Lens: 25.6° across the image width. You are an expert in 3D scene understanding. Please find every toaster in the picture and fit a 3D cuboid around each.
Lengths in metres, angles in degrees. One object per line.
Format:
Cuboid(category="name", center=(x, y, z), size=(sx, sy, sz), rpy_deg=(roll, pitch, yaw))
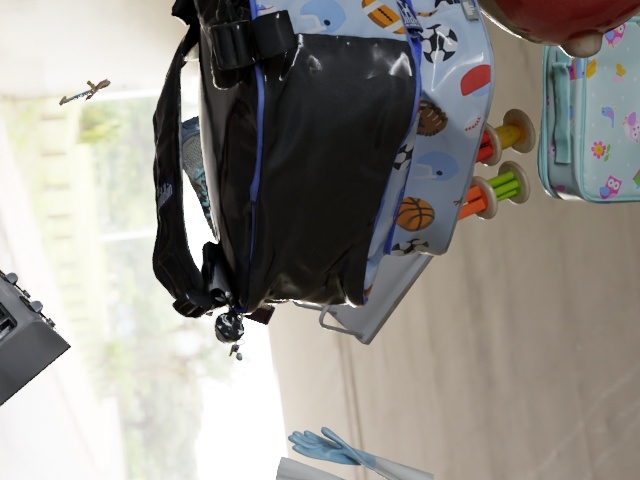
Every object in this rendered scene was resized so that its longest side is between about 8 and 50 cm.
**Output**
Cuboid(category="toaster", center=(-0.481, 0.140, 2.024), size=(0.168, 0.185, 0.110), rpy_deg=(42, -13, 38))

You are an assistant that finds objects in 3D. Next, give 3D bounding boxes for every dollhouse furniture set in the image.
Cuboid(category="dollhouse furniture set", center=(-0.097, 0.083, 1.664), size=(0.114, 0.091, 0.081), rpy_deg=(117, -10, -48))

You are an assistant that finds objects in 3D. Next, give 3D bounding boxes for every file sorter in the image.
Cuboid(category="file sorter", center=(0.000, 0.000, 2.237), size=(0.277, 0.173, 0.193), rpy_deg=(41, -77, 30))

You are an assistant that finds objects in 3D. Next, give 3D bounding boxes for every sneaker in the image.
Cuboid(category="sneaker", center=(-0.123, -0.063, 1.979), size=(0.283, 0.110, 0.122), rpy_deg=(64, 9, -49))

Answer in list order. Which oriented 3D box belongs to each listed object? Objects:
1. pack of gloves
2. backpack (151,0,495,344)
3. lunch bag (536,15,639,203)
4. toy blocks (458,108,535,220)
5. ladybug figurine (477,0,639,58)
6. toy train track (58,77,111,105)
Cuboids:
Cuboid(category="pack of gloves", center=(0.058, 0.327, 2.030), size=(0.195, 0.232, 0.046), rpy_deg=(-73, -179, -76))
Cuboid(category="backpack", center=(-0.005, -0.114, 0.944), size=(0.276, 0.213, 0.263), rpy_deg=(107, -27, -46))
Cuboid(category="lunch bag", center=(0.415, -0.194, 2.035), size=(0.108, 0.224, 0.279), rpy_deg=(11, -77, 57))
Cuboid(category="toy blocks", center=(0.164, -0.071, 1.561), size=(0.054, 0.148, 0.123), rpy_deg=(40, -39, 42))
Cuboid(category="ladybug figurine", center=(0.233, -0.392, 1.302), size=(0.162, 0.305, 0.449), rpy_deg=(19, -56, 64))
Cuboid(category="toy train track", center=(-0.286, -0.181, 1.696), size=(0.014, 0.083, 0.048), rpy_deg=(53, -48, 3))
